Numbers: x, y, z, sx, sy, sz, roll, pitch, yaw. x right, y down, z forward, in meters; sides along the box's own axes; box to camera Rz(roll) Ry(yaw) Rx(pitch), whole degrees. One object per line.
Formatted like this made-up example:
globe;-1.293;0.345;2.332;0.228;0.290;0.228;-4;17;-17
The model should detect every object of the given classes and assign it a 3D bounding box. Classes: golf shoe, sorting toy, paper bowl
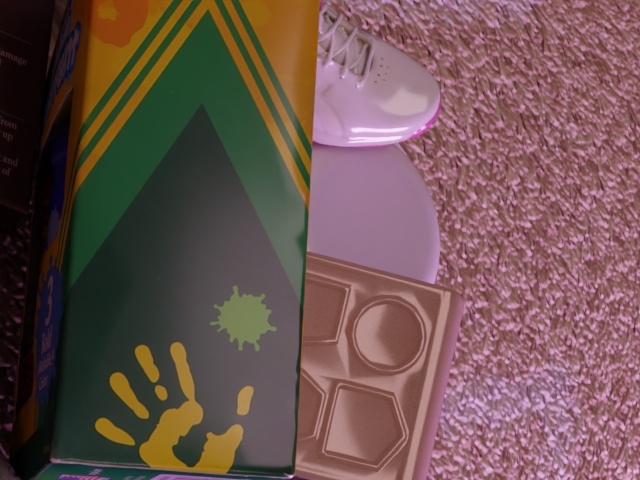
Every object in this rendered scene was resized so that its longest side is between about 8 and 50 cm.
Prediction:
golf shoe;-0.023;-0.171;1.449;0.306;0.140;0.115;18;64;-15
sorting toy;0.010;0.114;1.443;0.208;0.038;0.193;16;79;-12
paper bowl;0.000;0.000;1.573;0.284;0.148;0.284;8;78;-40

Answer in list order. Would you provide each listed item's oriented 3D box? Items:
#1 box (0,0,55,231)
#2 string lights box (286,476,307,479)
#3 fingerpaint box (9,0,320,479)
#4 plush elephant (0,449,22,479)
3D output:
box;-0.316;-0.202;1.273;0.191;0.143;0.381;21;63;-36
string lights box;0.003;0.306;1.490;0.077;0.133;0.259;28;67;-39
fingerpaint box;-0.135;0.006;1.240;0.163;0.445;0.371;6;77;-13
plush elephant;-0.326;0.243;1.170;0.255;0.330;0.271;-33;106;-18
